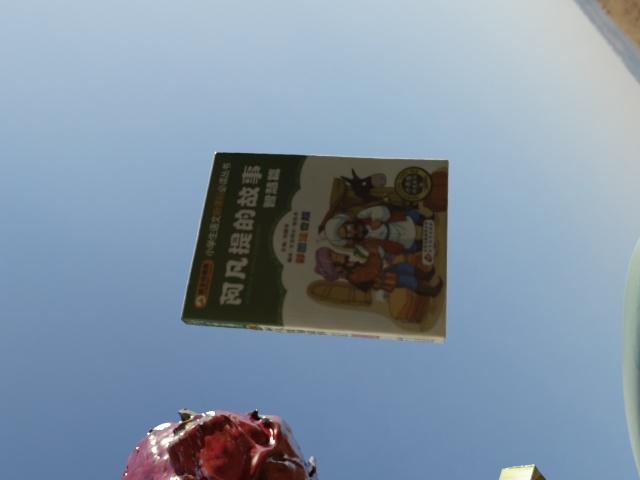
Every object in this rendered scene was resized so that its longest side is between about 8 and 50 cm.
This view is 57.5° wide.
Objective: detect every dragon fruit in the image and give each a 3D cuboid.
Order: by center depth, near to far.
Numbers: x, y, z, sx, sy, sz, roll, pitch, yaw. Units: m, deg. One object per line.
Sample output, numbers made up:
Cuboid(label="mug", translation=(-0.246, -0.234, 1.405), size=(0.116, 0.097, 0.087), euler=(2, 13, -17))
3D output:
Cuboid(label="dragon fruit", translation=(-0.135, 0.400, 0.817), size=(0.329, 0.329, 0.329), euler=(33, -145, -28))

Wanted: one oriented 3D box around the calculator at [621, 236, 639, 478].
Cuboid(label="calculator", translation=(0.256, 0.069, 0.299), size=(0.041, 0.185, 0.299), euler=(-14, -76, -49))

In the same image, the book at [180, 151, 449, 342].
Cuboid(label="book", translation=(0.000, 0.000, 0.615), size=(0.027, 0.264, 0.202), euler=(76, -161, -65))

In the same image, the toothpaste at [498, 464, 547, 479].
Cuboid(label="toothpaste", translation=(0.318, 0.540, 0.959), size=(0.110, 0.077, 0.327), euler=(46, -132, -8))
